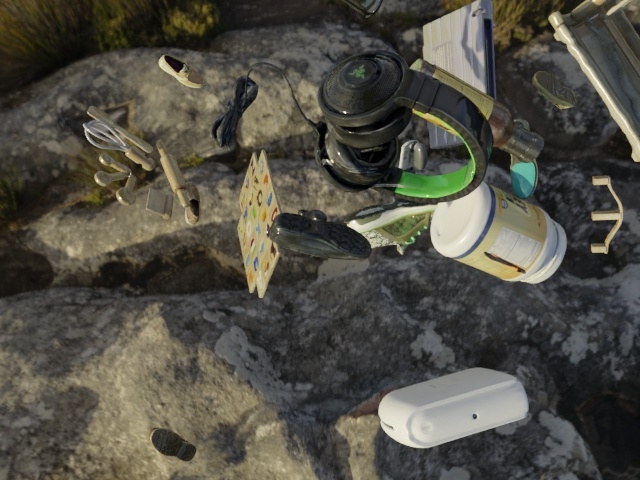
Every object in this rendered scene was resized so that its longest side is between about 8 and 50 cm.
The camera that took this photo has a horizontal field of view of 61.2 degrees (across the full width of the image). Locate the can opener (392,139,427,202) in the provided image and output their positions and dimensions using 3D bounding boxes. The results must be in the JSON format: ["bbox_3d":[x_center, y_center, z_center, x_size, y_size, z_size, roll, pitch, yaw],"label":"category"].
[{"bbox_3d":[0.319,-0.225,1.934,0.076,0.283,0.095,-23,44,-27],"label":"can opener"}]

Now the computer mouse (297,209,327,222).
[{"bbox_3d":[-0.032,-0.100,1.976,0.071,0.242,0.041,4,99,-19],"label":"computer mouse"}]

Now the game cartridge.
[{"bbox_3d":[0.379,-0.441,1.485,0.068,0.230,0.355,-6,94,-27],"label":"game cartridge"}]

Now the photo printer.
[{"bbox_3d":[0.295,0.396,1.294,0.307,0.256,0.107,-14,85,-8],"label":"photo printer"}]

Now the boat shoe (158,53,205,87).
[{"bbox_3d":[-0.384,-0.473,1.512,0.135,0.045,0.050,23,75,-22],"label":"boat shoe"}]

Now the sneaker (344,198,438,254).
[{"bbox_3d":[0.298,-0.047,1.898,0.410,0.182,0.158,-11,19,8],"label":"sneaker"}]

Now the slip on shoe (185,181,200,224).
[{"bbox_3d":[-0.364,-0.112,1.542,0.051,0.041,0.135,14,56,-33],"label":"slip on shoe"}]

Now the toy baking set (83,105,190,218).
[{"bbox_3d":[-0.354,-0.156,1.048,0.030,0.197,0.256,-37,64,27],"label":"toy baking set"}]

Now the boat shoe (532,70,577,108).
[{"bbox_3d":[0.571,-0.367,1.339,0.153,0.048,0.056,15,73,-29],"label":"boat shoe"}]

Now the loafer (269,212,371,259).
[{"bbox_3d":[0.000,0.000,1.162,0.223,0.078,0.076,15,53,-12],"label":"loafer"}]

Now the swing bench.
[{"bbox_3d":[0.490,-0.265,0.714,0.165,0.255,0.253,-27,85,-53],"label":"swing bench"}]

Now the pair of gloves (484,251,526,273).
[{"bbox_3d":[0.345,0.042,1.014,0.074,0.083,0.010,30,101,30],"label":"pair of gloves"}]

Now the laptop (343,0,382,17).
[{"bbox_3d":[0.107,-0.403,0.443,0.236,0.382,0.408,35,30,15],"label":"laptop"}]

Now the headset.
[{"bbox_3d":[0.047,-0.149,0.798,0.394,0.243,0.185,22,66,6],"label":"headset"}]

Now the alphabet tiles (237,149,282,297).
[{"bbox_3d":[-0.156,-0.044,1.346,0.011,0.285,0.342,3,47,-23],"label":"alphabet tiles"}]

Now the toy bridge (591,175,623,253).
[{"bbox_3d":[0.666,-0.058,1.259,0.063,0.188,0.026,-2,19,19],"label":"toy bridge"}]

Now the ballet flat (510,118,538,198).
[{"bbox_3d":[0.543,-0.219,1.443,0.072,0.213,0.068,-3,15,37],"label":"ballet flat"}]

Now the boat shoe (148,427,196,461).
[{"bbox_3d":[-0.440,0.591,1.580,0.060,0.178,0.064,13,63,43],"label":"boat shoe"}]

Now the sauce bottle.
[{"bbox_3d":[0.339,-0.275,1.203,0.344,0.111,0.111,26,60,-12],"label":"sauce bottle"}]

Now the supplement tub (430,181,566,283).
[{"bbox_3d":[0.495,-0.019,1.510,0.316,0.228,0.228,21,58,-19],"label":"supplement tub"}]
